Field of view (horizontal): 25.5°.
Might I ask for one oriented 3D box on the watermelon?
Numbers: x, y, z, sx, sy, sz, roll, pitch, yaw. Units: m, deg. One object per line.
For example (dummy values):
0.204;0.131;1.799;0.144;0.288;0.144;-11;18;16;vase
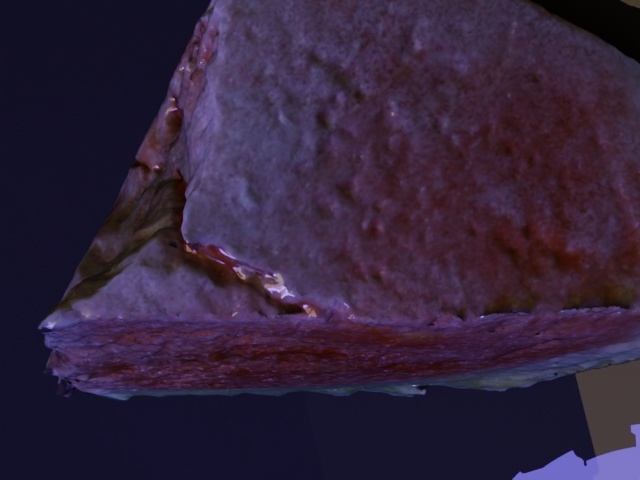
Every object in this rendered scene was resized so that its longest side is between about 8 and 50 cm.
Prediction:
0.000;0.000;0.580;0.310;0.232;0.193;6;65;41;watermelon
